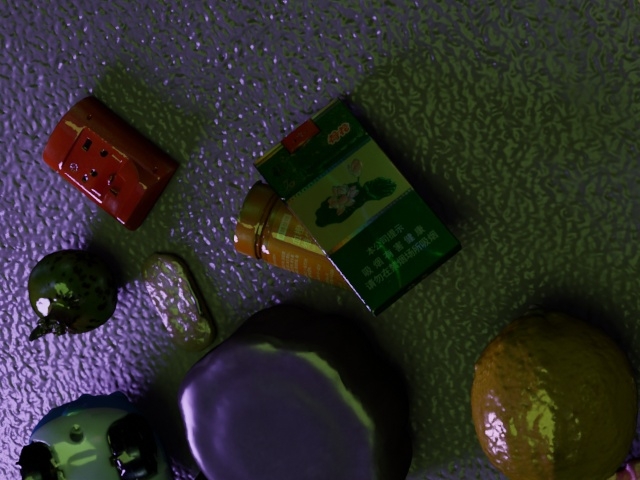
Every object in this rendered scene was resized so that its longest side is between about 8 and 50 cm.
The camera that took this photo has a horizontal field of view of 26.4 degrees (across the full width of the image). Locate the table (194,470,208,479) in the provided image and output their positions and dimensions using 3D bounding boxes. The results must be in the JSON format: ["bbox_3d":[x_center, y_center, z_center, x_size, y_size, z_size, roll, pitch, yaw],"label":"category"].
[{"bbox_3d":[-0.120,0.338,1.853,0.070,0.083,0.082,-32,103,32],"label":"table"}]

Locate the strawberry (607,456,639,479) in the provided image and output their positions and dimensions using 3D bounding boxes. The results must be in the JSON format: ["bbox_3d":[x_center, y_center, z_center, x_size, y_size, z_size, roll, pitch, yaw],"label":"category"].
[{"bbox_3d":[0.413,0.377,1.629,0.280,0.150,0.253,-22,81,29],"label":"strawberry"}]

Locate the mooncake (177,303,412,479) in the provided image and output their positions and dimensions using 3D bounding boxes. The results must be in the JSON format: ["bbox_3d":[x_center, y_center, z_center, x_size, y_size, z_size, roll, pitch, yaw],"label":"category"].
[{"bbox_3d":[-0.026,0.229,1.731,0.306,0.154,0.306,7,112,18],"label":"mooncake"}]

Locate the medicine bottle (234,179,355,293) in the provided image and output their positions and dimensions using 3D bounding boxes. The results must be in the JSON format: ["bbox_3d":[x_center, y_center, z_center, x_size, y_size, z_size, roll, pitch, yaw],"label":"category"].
[{"bbox_3d":[0.000,0.000,1.661,0.192,0.096,0.096,19,116,14],"label":"medicine bottle"}]

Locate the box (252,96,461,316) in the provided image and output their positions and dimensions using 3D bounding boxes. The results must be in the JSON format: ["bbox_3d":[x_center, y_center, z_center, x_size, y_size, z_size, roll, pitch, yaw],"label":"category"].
[{"bbox_3d":[0.041,-0.041,1.595,0.132,0.034,0.235,-38,74,0],"label":"box"}]

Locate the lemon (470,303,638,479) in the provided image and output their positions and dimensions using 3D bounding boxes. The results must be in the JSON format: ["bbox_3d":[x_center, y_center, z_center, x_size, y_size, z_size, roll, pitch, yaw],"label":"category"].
[{"bbox_3d":[0.270,0.186,1.576,0.192,0.192,0.231,-7,90,23],"label":"lemon"}]

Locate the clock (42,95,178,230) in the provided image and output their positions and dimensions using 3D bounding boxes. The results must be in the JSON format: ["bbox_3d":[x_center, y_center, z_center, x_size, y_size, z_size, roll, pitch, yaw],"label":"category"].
[{"bbox_3d":[-0.276,-0.096,1.752,0.155,0.061,0.113,39,120,6],"label":"clock"}]

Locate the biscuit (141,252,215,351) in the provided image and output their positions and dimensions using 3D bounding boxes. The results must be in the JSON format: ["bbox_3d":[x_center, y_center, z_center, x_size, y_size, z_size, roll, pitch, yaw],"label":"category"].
[{"bbox_3d":[-0.188,0.082,1.812,0.071,0.018,0.147,-18,104,29],"label":"biscuit"}]

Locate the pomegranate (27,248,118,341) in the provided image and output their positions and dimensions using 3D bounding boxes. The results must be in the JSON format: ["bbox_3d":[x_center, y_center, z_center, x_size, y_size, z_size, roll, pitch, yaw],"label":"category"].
[{"bbox_3d":[-0.332,0.080,1.794,0.122,0.161,0.122,9,131,11],"label":"pomegranate"}]

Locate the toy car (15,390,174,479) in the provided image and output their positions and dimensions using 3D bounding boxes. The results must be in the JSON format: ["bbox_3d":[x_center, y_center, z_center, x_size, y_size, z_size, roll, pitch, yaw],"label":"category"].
[{"bbox_3d":[-0.293,0.320,1.855,0.188,0.190,0.255,-17,110,2],"label":"toy car"}]
